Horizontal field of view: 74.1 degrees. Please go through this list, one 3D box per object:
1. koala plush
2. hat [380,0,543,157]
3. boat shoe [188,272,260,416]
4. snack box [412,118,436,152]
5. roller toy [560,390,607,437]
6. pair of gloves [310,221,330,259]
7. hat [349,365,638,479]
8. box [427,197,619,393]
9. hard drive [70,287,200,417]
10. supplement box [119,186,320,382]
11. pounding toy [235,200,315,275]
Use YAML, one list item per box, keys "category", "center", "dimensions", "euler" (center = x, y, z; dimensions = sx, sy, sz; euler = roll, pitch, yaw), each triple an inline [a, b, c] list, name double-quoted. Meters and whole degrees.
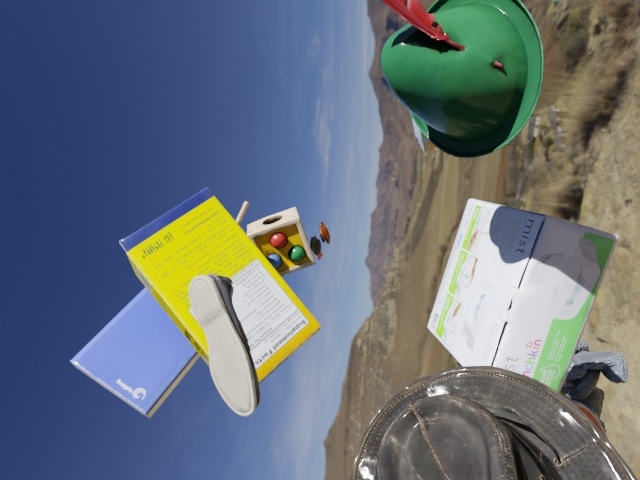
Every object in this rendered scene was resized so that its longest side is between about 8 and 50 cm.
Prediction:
- category: "koala plush"
  center: [0.707, 0.414, 1.175]
  dimensions: [0.196, 0.203, 0.221]
  euler: [-154, 52, -81]
- category: "hat"
  center: [0.083, -0.173, 0.423]
  dimensions: [0.208, 0.184, 0.173]
  euler: [62, 145, 20]
- category: "boat shoe"
  center: [-0.123, 0.142, 0.610]
  dimensions: [0.065, 0.075, 0.206]
  euler: [-3, -113, -58]
- category: "snack box"
  center: [0.330, -0.328, 1.037]
  dimensions: [0.174, 0.207, 0.070]
  euler: [52, -163, -59]
- category: "roller toy"
  center: [0.598, 0.506, 1.051]
  dimensions: [0.146, 0.191, 0.209]
  euler: [-42, 4, 46]
- category: "pair of gloves"
  center: [0.000, 0.000, 1.117]
  dimensions: [0.083, 0.010, 0.074]
  euler: [-57, -42, -32]
- category: "hat"
  center: [0.150, 0.253, 0.416]
  dimensions: [0.134, 0.331, 0.331]
  euler: [56, -145, -40]
- category: "box"
  center: [0.302, 0.080, 0.690]
  dimensions: [0.231, 0.127, 0.262]
  euler: [-125, 49, -77]
- category: "hard drive"
  center: [-0.349, 0.197, 0.948]
  dimensions: [0.318, 0.210, 0.040]
  euler: [-53, -19, -35]
- category: "supplement box"
  center: [-0.202, 0.111, 0.856]
  dimensions: [0.194, 0.356, 0.195]
  euler: [-38, -4, -24]
- category: "pounding toy"
  center: [-0.138, -0.001, 0.998]
  dimensions: [0.094, 0.206, 0.181]
  euler: [-112, 3, -66]
